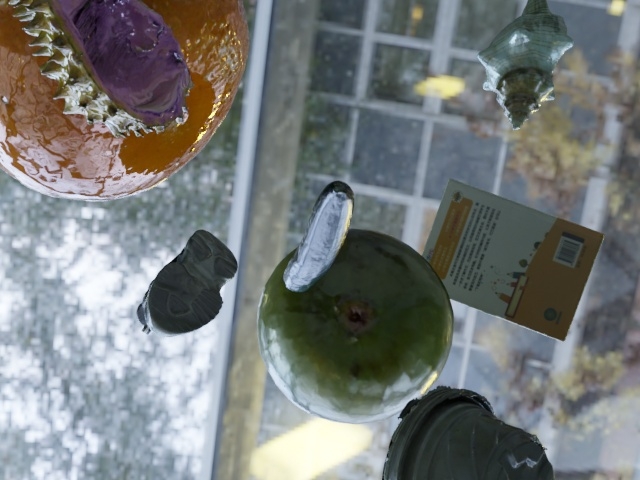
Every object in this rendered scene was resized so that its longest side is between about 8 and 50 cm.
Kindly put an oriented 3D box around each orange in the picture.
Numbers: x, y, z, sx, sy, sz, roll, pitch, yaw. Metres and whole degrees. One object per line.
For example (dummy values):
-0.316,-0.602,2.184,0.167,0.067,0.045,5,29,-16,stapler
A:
-0.301,-0.262,1.812,0.326,0.424,0.424,41,-146,26,orange

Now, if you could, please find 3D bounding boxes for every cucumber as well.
0.000,0.000,1.694,0.056,0.284,0.056,6,-119,-12,cucumber

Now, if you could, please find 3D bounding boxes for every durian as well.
-0.278,-0.234,1.495,0.112,0.341,0.191,-14,-139,32,durian

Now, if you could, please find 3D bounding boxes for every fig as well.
0.048,0.132,2.016,0.316,0.316,0.316,7,-160,-2,fig

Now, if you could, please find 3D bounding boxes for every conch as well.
0.293,-0.268,1.906,0.114,0.234,0.137,13,175,-33,conch

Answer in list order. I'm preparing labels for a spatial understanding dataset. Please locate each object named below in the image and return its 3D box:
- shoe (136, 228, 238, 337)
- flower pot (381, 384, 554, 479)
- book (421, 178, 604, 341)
-0.149,0.061,1.355,0.071,0.099,0.169,43,-150,-9,shoe
0.194,0.298,1.614,0.140,0.236,0.235,2,-168,42,flower pot
0.333,0.035,2.377,0.295,0.208,0.020,21,-174,12,book
